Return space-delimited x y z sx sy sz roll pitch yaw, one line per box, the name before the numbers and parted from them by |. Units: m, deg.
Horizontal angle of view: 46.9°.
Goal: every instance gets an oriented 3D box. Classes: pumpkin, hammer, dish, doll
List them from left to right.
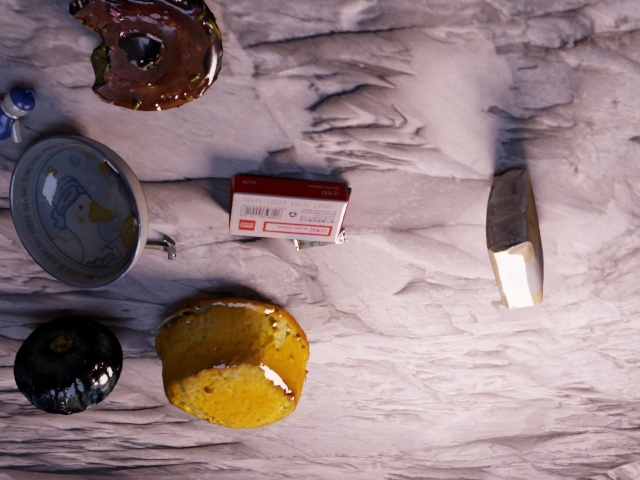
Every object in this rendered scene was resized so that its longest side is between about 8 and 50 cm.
doll | -0.515 -0.209 1.205 0.143 0.058 0.099 -30 112 25
pumpkin | -0.555 0.274 1.635 0.233 0.233 0.163 -4 129 1
dish | -0.404 -0.064 1.322 0.273 0.134 0.273 7 110 20
hammer | -0.383 0.007 1.493 0.182 0.017 0.062 6 138 -9

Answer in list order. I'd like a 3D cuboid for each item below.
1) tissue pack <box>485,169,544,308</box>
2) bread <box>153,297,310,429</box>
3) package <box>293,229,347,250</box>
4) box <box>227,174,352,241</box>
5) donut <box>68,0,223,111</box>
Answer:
tissue pack | 0.375 0.000 1.411 0.090 0.186 0.222 -4 141 20
bread | -0.199 0.285 1.690 0.336 0.204 0.358 -25 133 17
package | 0.000 0.000 1.512 0.110 0.015 0.037 -9 134 4
box | -0.060 -0.059 1.414 0.229 0.050 0.123 4 141 -9
donut | -0.251 -0.302 1.085 0.216 0.096 0.230 -10 139 4
